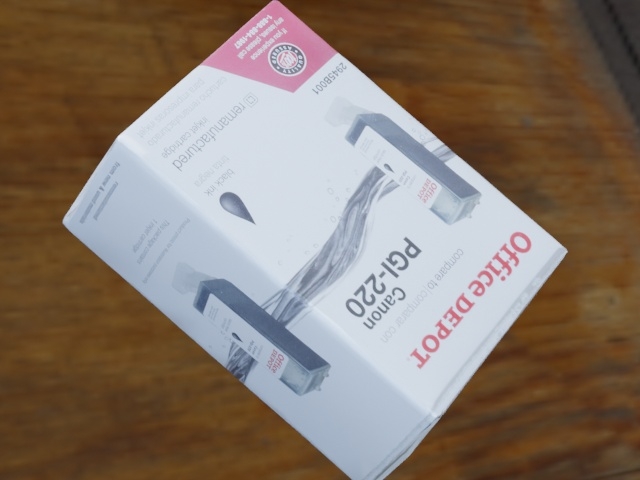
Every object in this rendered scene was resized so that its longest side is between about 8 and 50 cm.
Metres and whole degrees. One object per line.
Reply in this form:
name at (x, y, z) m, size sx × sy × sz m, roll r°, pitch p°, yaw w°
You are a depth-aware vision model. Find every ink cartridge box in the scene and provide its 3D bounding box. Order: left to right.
ink cartridge box at (0.000, 0.000, 1.038) m, size 0.218 × 0.158 × 0.092 m, roll 42°, pitch 139°, yaw 1°
